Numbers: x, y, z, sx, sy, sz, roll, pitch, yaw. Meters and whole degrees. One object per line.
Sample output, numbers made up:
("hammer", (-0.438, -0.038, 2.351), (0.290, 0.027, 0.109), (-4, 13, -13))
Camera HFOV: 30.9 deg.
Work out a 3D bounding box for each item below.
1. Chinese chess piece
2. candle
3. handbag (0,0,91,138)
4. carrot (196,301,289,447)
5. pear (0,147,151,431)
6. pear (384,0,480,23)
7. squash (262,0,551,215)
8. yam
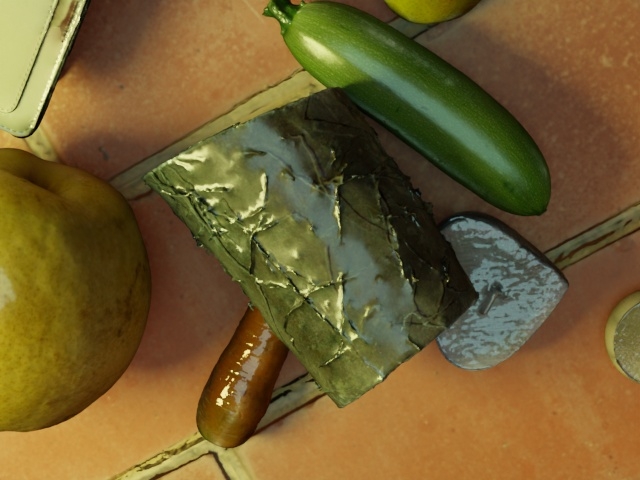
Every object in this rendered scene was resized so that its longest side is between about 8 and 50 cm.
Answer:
("Chinese chess piece", (0.407, 0.117, 1.405), (0.122, 0.051, 0.122), (0, 102, 2))
("candle", (0.211, 0.056, 1.384), (0.168, 0.068, 0.192), (-5, 102, 5))
("handbag", (-0.424, -0.300, 1.233), (0.358, 0.160, 0.237), (23, 124, -13))
("carrot", (-0.088, 0.158, 1.398), (0.087, 0.087, 0.193), (23, 102, -4))
("pear", (-0.336, 0.059, 1.278), (0.314, 0.314, 0.315), (0, 101, 0))
("pear", (0.130, -0.310, 1.301), (0.141, 0.104, 0.141), (0, 105, 1))
("squash", (0.108, -0.164, 1.324), (0.395, 0.107, 0.107), (35, 99, -2))
("yam", (0.000, 0.000, 1.283), (0.241, 0.241, 0.348), (-37, 92, 7))
